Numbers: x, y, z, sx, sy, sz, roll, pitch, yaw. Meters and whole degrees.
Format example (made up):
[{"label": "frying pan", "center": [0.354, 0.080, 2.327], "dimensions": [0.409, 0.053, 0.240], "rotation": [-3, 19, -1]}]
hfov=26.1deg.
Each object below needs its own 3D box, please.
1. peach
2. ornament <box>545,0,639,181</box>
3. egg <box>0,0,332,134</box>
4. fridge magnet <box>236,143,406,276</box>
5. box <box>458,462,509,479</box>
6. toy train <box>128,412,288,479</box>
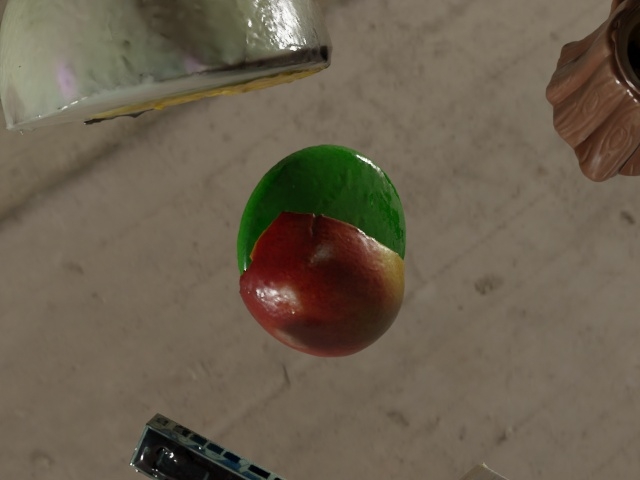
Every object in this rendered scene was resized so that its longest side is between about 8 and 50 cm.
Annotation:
[{"label": "peach", "center": [0.004, 0.042, 1.208], "dimensions": [0.151, 0.151, 0.118], "rotation": [4, -154, 13]}, {"label": "ornament", "center": [0.436, -0.209, 1.843], "dimensions": [0.221, 0.217, 0.235], "rotation": [16, -106, -4]}, {"label": "egg", "center": [-0.159, -0.217, 1.275], "dimensions": [0.337, 0.337, 0.201], "rotation": [-15, -88, -1]}, {"label": "fridge magnet", "center": [0.000, 0.000, 1.481], "dimensions": [0.208, 0.208, 0.088], "rotation": [-41, -151, -20]}, {"label": "box", "center": [0.108, 0.206, 0.689], "dimensions": [0.097, 0.265, 0.168], "rotation": [-41, -94, -3]}, {"label": "toy train", "center": [-0.054, 0.208, 1.118], "dimensions": [0.207, 0.043, 0.047], "rotation": [27, -162, 7]}]
